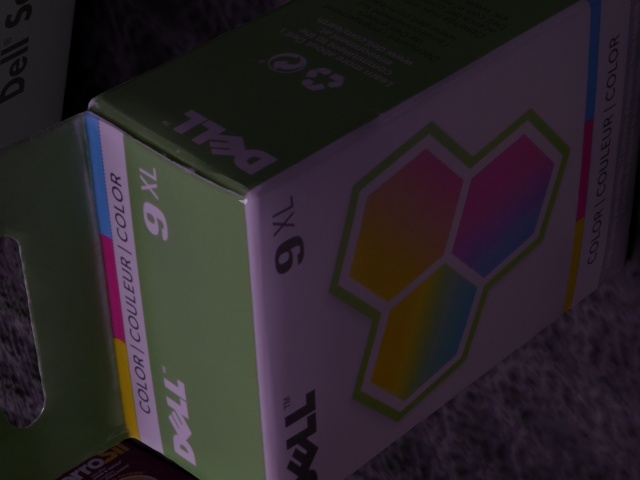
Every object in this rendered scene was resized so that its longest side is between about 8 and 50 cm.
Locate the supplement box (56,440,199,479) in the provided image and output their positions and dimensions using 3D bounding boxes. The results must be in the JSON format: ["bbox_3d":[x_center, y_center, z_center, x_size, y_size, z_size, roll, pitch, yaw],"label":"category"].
[{"bbox_3d":[-0.094,0.133,0.774,0.083,0.055,0.043,20,129,40],"label":"supplement box"}]

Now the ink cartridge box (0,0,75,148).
[{"bbox_3d":[-0.207,-0.128,0.651,0.353,0.119,0.207,43,143,20],"label":"ink cartridge box"}]

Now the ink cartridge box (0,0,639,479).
[{"bbox_3d":[0.000,0.000,0.426,0.062,0.209,0.109,30,137,36],"label":"ink cartridge box"}]
